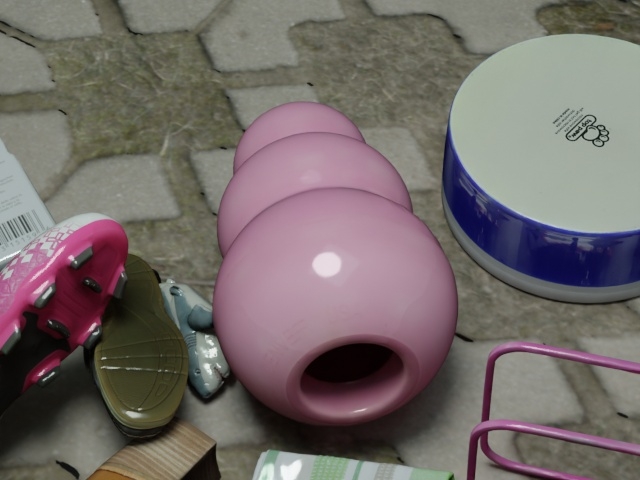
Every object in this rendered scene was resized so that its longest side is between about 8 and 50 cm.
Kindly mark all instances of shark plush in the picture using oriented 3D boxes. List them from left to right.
[{"bbox_3d":[-0.136,0.072,1.155,0.161,0.073,0.067,37,91,22],"label":"shark plush"}]

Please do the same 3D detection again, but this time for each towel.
[{"bbox_3d":[0.011,0.204,0.905,0.152,0.023,0.113,1,54,24],"label":"towel"}]

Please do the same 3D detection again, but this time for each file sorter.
[{"bbox_3d":[0.179,0.248,0.913,0.182,0.202,0.291,9,53,13],"label":"file sorter"}]

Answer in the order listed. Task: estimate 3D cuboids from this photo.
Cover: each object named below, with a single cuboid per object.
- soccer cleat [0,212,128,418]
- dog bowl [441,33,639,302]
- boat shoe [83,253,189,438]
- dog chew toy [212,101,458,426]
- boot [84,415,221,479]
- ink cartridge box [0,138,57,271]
[{"bbox_3d":[-0.296,0.094,1.037,0.143,0.116,0.331,35,89,28],"label":"soccer cleat"},{"bbox_3d":[0.250,-0.074,1.223,0.264,0.104,0.265,-1,52,2],"label":"dog bowl"},{"bbox_3d":[-0.165,0.098,1.102,0.080,0.073,0.223,1,36,-20],"label":"boat shoe"},{"bbox_3d":[0.000,0.000,1.122,0.206,0.207,0.332,-8,44,-4],"label":"dog chew toy"},{"bbox_3d":[-0.096,0.268,0.958,0.283,0.109,0.220,27,56,25],"label":"boot"},{"bbox_3d":[-0.416,-0.012,1.226,0.275,0.060,0.239,-26,54,-16],"label":"ink cartridge box"}]
